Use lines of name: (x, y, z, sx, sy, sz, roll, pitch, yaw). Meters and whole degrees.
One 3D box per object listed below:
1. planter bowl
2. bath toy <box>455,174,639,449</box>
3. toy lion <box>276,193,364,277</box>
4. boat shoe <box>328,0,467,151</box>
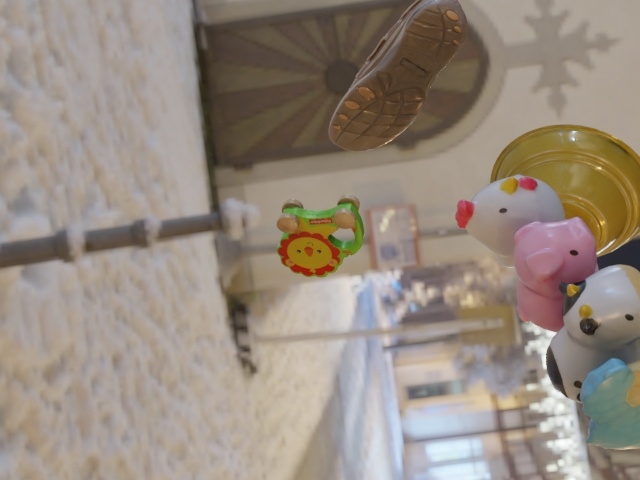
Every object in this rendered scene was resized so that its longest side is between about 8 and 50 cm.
planter bowl: (0.322, -0.038, 1.619, 0.090, 0.217, 0.217, -66, 153, -47)
bath toy: (0.239, 0.045, 1.244, 0.151, 0.129, 0.348, -60, -148, 27)
toy lion: (0.000, 0.000, 1.320, 0.034, 0.100, 0.096, -75, 154, -47)
boat shoe: (0.131, -0.282, 2.075, 0.123, 0.324, 0.116, 34, 28, -18)
